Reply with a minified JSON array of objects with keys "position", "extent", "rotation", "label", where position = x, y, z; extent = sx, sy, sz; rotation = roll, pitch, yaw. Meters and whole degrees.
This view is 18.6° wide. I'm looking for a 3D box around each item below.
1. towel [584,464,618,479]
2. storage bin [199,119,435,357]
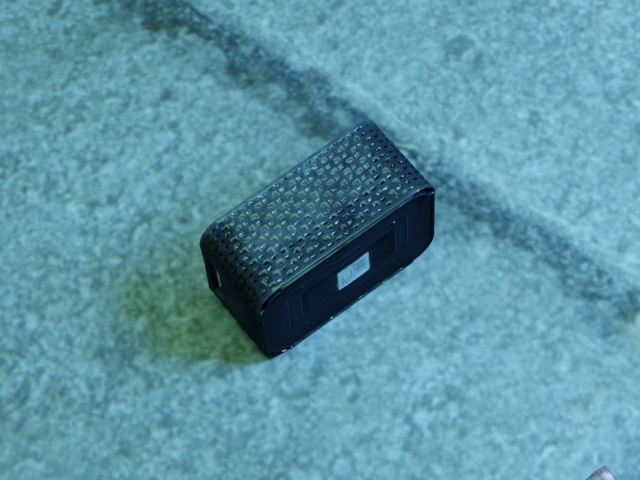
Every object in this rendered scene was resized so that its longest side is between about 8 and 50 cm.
[{"position":[0.164,0.354,1.475],"extent":[0.329,0.037,0.237],"rotation":[-34,69,-12],"label":"towel"},{"position":[0.000,0.000,1.610],"extent":[0.180,0.122,0.084],"rotation":[-34,66,-14],"label":"storage bin"}]
